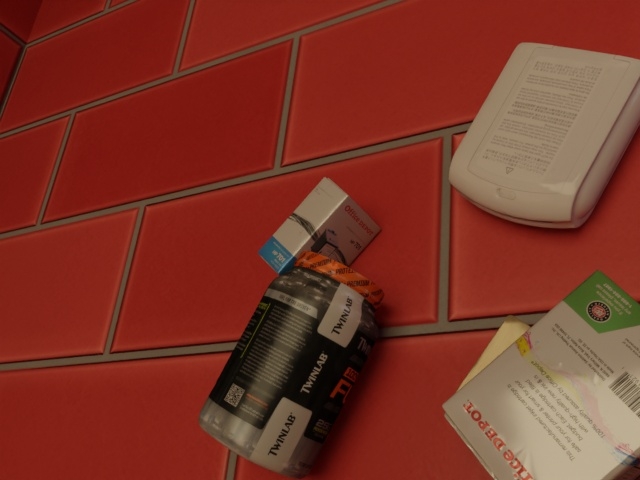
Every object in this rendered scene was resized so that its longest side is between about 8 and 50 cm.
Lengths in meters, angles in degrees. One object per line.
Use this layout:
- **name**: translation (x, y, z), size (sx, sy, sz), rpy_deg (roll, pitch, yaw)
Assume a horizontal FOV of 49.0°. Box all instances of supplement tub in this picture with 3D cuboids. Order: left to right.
- **supplement tub**: translation (-0.039, 0.201, 1.176), size (0.207, 0.207, 0.338), rpy_deg (20, 77, 39)

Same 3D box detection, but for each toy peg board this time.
- **toy peg board**: translation (0.305, 0.224, 1.033), size (0.161, 0.079, 0.161), rpy_deg (34, 87, 26)

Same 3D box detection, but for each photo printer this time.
- **photo printer**: translation (0.377, -0.171, 1.177), size (0.256, 0.107, 0.307), rpy_deg (23, 79, 40)

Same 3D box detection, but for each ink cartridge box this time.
- **ink cartridge box**: translation (0.000, 0.000, 1.309), size (0.190, 0.139, 0.082), rpy_deg (-48, 48, 2)
- **ink cartridge box**: translation (0.330, 0.210, 0.895), size (0.278, 0.117, 0.201), rpy_deg (-43, 50, 5)
